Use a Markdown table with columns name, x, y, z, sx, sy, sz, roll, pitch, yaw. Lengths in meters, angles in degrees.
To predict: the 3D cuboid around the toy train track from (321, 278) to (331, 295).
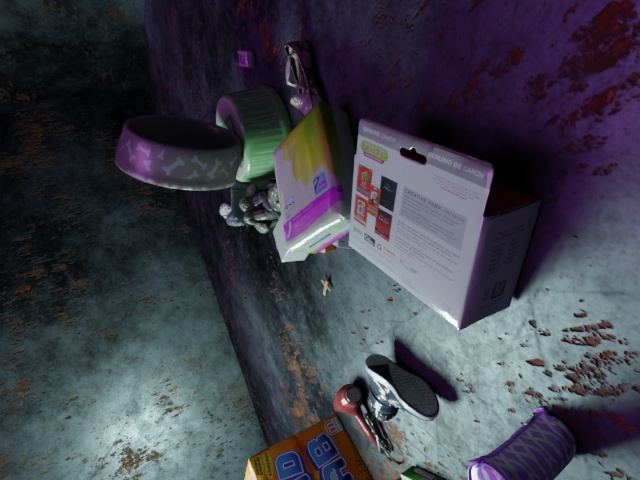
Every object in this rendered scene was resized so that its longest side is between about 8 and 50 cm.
| name | x | y | z | sx | sy | sz | roll | pitch | yaw |
| --- | --- | --- | --- | --- | --- | --- | --- | --- | --- |
| toy train track | 0.020 | 0.148 | 1.321 | 0.048 | 0.014 | 0.083 | 50 | 152 | 26 |

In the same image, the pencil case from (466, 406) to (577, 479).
| name | x | y | z | sx | sy | sz | roll | pitch | yaw |
| --- | --- | --- | --- | --- | --- | --- | --- | --- | --- |
| pencil case | 0.315 | 0.338 | 0.649 | 0.086 | 0.206 | 0.088 | -29 | 76 | 50 |

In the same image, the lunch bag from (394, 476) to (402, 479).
| name | x | y | z | sx | sy | sz | roll | pitch | yaw |
| --- | --- | --- | --- | --- | --- | --- | --- | --- | --- |
| lunch bag | 0.239 | 0.721 | 1.177 | 0.098 | 0.067 | 0.065 | 60 | 152 | 23 |

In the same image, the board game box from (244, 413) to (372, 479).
| name | x | y | z | sx | sy | sz | roll | pitch | yaw |
| --- | --- | --- | --- | --- | --- | --- | --- | --- | --- |
| board game box | -0.038 | 0.921 | 1.517 | 0.356 | 0.357 | 0.356 | 57 | 150 | 31 |

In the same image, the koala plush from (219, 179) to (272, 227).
| name | x | y | z | sx | sy | sz | roll | pitch | yaw |
| --- | --- | --- | --- | --- | --- | --- | --- | --- | --- |
| koala plush | -0.261 | -0.128 | 1.526 | 0.221 | 0.196 | 0.203 | 144 | 118 | -63 |

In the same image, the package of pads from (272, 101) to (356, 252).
| name | x | y | z | sx | sy | sz | roll | pitch | yaw |
| --- | --- | --- | --- | --- | --- | --- | --- | --- | --- |
| package of pads | -0.010 | -0.136 | 0.995 | 0.229 | 0.101 | 0.296 | -33 | 60 | 48 |

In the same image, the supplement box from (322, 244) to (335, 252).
| name | x | y | z | sx | sy | sz | roll | pitch | yaw |
| --- | --- | --- | --- | --- | --- | --- | --- | --- | --- |
| supplement box | 0.000 | 0.000 | 1.239 | 0.098 | 0.036 | 0.062 | 5 | 109 | 63 |

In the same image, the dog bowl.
| name | x | y | z | sx | sy | sz | roll | pitch | yaw |
| --- | --- | --- | --- | --- | --- | --- | --- | --- | --- |
| dog bowl | -0.379 | -0.256 | 1.164 | 0.349 | 0.349 | 0.102 | 44 | 130 | 44 |

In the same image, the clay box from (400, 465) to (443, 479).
| name | x | y | z | sx | sy | sz | roll | pitch | yaw |
| --- | --- | --- | --- | --- | --- | --- | --- | --- | --- |
| clay box | 0.296 | 0.713 | 1.078 | 0.127 | 0.053 | 0.221 | -27 | 83 | 64 |

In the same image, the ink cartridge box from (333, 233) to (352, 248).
| name | x | y | z | sx | sy | sz | roll | pitch | yaw |
| --- | --- | --- | --- | --- | --- | --- | --- | --- | --- |
| ink cartridge box | 0.051 | -0.019 | 1.060 | 0.122 | 0.089 | 0.052 | 30 | 108 | 55 |

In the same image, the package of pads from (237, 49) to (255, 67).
| name | x | y | z | sx | sy | sz | roll | pitch | yaw |
| --- | --- | --- | --- | --- | --- | --- | --- | --- | --- |
| package of pads | -0.240 | -0.588 | 1.355 | 0.083 | 0.032 | 0.050 | 37 | 134 | 50 |

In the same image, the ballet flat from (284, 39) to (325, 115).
| name | x | y | z | sx | sy | sz | roll | pitch | yaw |
| --- | --- | --- | --- | --- | --- | --- | --- | --- | --- |
| ballet flat | -0.044 | -0.384 | 1.043 | 0.077 | 0.079 | 0.221 | -4 | 102 | 63 |

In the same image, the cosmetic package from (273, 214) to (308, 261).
| name | x | y | z | sx | sy | sz | roll | pitch | yaw |
| --- | --- | --- | --- | --- | --- | --- | --- | --- | --- |
| cosmetic package | -0.058 | -0.044 | 1.206 | 0.231 | 0.086 | 0.117 | -56 | 45 | 52 |

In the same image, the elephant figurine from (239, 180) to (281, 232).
| name | x | y | z | sx | sy | sz | roll | pitch | yaw |
| --- | --- | --- | --- | --- | --- | --- | --- | --- | --- |
| elephant figurine | -0.117 | -0.124 | 1.280 | 0.240 | 0.186 | 0.169 | -22 | 122 | 37 |

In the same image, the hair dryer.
| name | x | y | z | sx | sy | sz | roll | pitch | yaw |
| --- | --- | --- | --- | --- | --- | --- | --- | --- | --- |
| hair dryer | 0.118 | 0.556 | 1.300 | 0.294 | 0.080 | 0.223 | 13 | 118 | 61 |

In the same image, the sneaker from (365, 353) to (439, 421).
| name | x | y | z | sx | sy | sz | roll | pitch | yaw |
| --- | --- | --- | --- | --- | --- | --- | --- | --- | --- |
| sneaker | 0.201 | 0.403 | 1.036 | 0.226 | 0.086 | 0.163 | 30 | 134 | 52 |

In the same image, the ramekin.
| name | x | y | z | sx | sy | sz | roll | pitch | yaw |
| --- | --- | --- | --- | --- | --- | --- | --- | --- | --- |
| ramekin | -0.219 | -0.332 | 1.338 | 0.303 | 0.148 | 0.303 | 41 | 140 | 47 |

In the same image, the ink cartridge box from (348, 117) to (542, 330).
| name | x | y | z | sx | sy | sz | roll | pitch | yaw |
| --- | --- | --- | --- | --- | --- | --- | --- | --- | --- |
| ink cartridge box | 0.192 | -0.054 | 0.724 | 0.309 | 0.130 | 0.271 | 41 | 138 | 47 |
